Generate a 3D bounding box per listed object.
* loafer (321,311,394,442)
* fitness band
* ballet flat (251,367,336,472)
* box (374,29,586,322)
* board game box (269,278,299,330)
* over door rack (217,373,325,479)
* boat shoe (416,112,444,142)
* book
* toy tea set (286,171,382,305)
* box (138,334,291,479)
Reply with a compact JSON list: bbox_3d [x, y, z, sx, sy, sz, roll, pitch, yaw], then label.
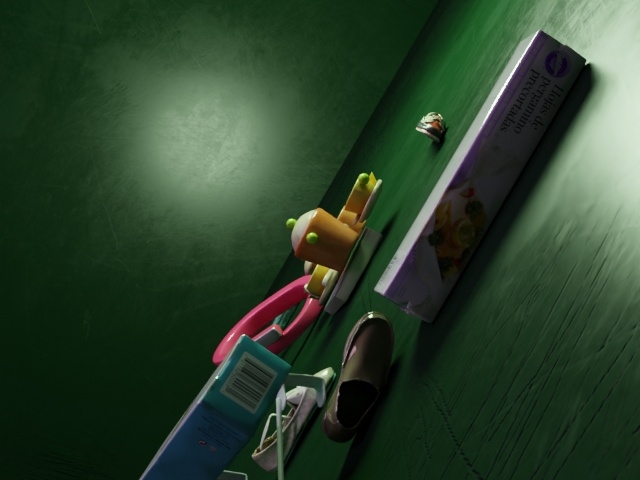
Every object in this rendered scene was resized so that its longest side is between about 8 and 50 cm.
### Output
[{"bbox_3d":[0.047,0.147,0.904,0.050,0.056,0.148,144,146,-72],"label":"loafer"},{"bbox_3d":[-0.105,0.179,1.758,0.291,0.054,0.209,-34,15,29],"label":"fitness band"},{"bbox_3d":[-0.039,0.243,1.173,0.168,0.052,0.057,-60,5,-10],"label":"ballet flat"},{"bbox_3d":[0.167,-0.066,0.894,0.324,0.063,0.067,-59,6,-2],"label":"box"},{"bbox_3d":[-0.091,0.188,2.185,0.186,0.026,0.126,-59,5,-3],"label":"board game box"},{"bbox_3d":[-0.106,0.314,0.864,0.239,0.108,0.324,-54,16,38],"label":"over door rack"},{"bbox_3d":[0.201,-0.205,1.505,0.043,0.049,0.137,-56,1,13],"label":"boat shoe"},{"bbox_3d":[0.056,0.057,1.497,0.144,0.035,0.096,-62,1,-23],"label":"book"},{"bbox_3d":[0.000,0.000,1.574,0.200,0.124,0.336,-62,-3,-31],"label":"toy tea set"},{"bbox_3d":[-0.122,0.206,0.851,0.244,0.060,0.100,-54,2,40],"label":"box"}]
